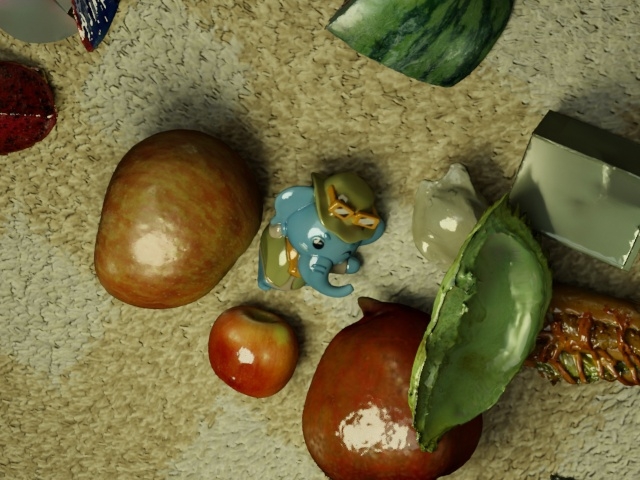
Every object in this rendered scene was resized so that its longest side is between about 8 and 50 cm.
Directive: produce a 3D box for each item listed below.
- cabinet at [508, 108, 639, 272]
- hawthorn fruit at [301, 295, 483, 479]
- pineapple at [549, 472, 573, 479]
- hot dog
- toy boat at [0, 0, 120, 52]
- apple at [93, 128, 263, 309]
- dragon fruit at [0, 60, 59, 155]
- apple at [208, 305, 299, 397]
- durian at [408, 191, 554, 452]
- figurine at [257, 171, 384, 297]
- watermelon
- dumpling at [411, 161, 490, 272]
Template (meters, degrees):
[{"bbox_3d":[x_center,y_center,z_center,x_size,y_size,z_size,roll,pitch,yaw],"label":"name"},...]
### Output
[{"bbox_3d":[0.399,-0.078,1.827,0.206,0.150,0.145,24,117,12],"label":"cabinet"},{"bbox_3d":[0.123,0.264,1.975,0.295,0.295,0.312,21,88,13],"label":"hawthorn fruit"},{"bbox_3d":[0.420,0.524,2.012,0.157,0.158,0.279,-6,92,21],"label":"pineapple"},{"bbox_3d":[0.380,0.150,1.905,0.348,0.117,0.158,13,137,16],"label":"hot dog"},{"bbox_3d":[-0.466,-0.398,2.098,0.318,0.072,0.219,-38,87,28],"label":"toy boat"},{"bbox_3d":[-0.228,-0.023,2.010,0.249,0.277,0.309,15,126,-2],"label":"apple"},{"bbox_3d":[-0.540,-0.227,2.174,0.127,0.121,0.161,7,144,-23],"label":"dragon fruit"},{"bbox_3d":[-0.116,0.191,2.092,0.163,0.163,0.139,21,104,13],"label":"apple"},{"bbox_3d":[0.231,0.131,1.784,0.163,0.198,0.394,24,92,13],"label":"durian"},{"bbox_3d":[-0.002,-0.003,2.015,0.180,0.154,0.262,28,130,1],"label":"figurine"},{"bbox_3d":[0.151,-0.369,1.856,0.261,0.201,0.213,26,120,-36],"label":"watermelon"},{"bbox_3d":[0.210,-0.024,1.927,0.136,0.118,0.199,-12,106,17],"label":"dumpling"}]
